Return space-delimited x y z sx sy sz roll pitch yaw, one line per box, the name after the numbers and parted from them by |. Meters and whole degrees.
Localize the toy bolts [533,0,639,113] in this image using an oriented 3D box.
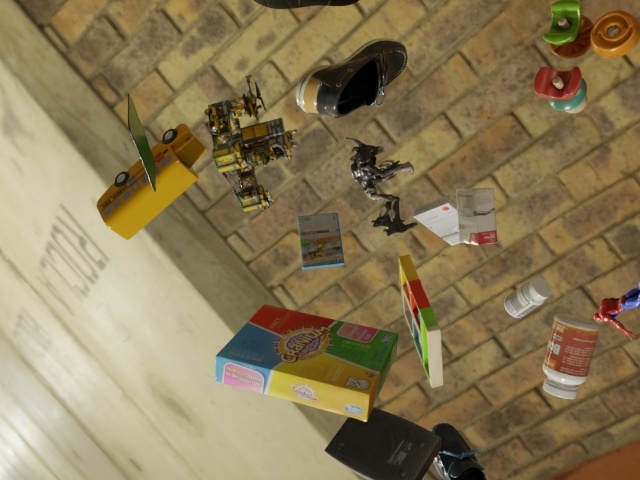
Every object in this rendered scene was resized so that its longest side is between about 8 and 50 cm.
0.600 -0.396 1.440 0.218 0.158 0.229 19 -89 38 | toy bolts

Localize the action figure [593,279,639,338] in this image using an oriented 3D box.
0.957 0.200 1.930 0.280 0.139 0.091 -46 -163 52 | action figure

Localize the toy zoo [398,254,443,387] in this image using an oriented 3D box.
0.226 0.168 1.493 0.030 0.192 0.293 -12 -140 -2 | toy zoo

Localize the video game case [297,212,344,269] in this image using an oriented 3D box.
0.000 0.000 1.833 0.119 0.166 0.015 -6 152 -2 | video game case

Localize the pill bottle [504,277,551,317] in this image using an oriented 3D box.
0.622 0.171 1.920 0.078 0.078 0.137 -46 176 -39 | pill bottle

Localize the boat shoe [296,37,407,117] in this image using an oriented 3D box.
0.137 -0.500 1.998 0.500 0.156 0.187 -33 140 -41 | boat shoe

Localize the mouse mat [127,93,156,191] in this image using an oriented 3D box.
-0.409 -0.223 1.466 0.007 0.190 0.153 -13 -137 -5 | mouse mat

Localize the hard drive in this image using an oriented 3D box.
0.151 0.501 1.537 0.254 0.054 0.172 11 -132 43 | hard drive

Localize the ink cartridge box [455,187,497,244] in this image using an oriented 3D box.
0.382 -0.061 1.571 0.056 0.135 0.099 -7 -173 -15 | ink cartridge box

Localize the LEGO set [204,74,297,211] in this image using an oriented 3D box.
-0.152 -0.235 1.648 0.192 0.255 0.331 -14 148 5 | LEGO set

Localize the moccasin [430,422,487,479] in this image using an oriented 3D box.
0.408 0.637 1.744 0.137 0.342 0.117 -16 137 -15 | moccasin

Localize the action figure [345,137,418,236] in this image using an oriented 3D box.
0.163 -0.159 1.683 0.141 0.276 0.164 -25 -166 -11 | action figure

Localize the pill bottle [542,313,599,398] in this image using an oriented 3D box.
0.688 0.321 1.778 0.121 0.121 0.216 -98 -161 -82 | pill bottle

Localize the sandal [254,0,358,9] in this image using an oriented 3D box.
-0.041 -0.558 1.353 0.302 0.086 0.120 -5 148 -26 | sandal

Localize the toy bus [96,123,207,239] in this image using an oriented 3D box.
-0.454 -0.163 1.759 0.332 0.108 0.130 -41 -129 2 | toy bus

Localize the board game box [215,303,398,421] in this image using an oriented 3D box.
-0.021 0.240 1.320 0.242 0.316 0.064 -47 144 -62 | board game box

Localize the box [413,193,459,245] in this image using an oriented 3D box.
0.400 -0.059 1.967 0.145 0.186 0.038 -23 -136 48 | box
